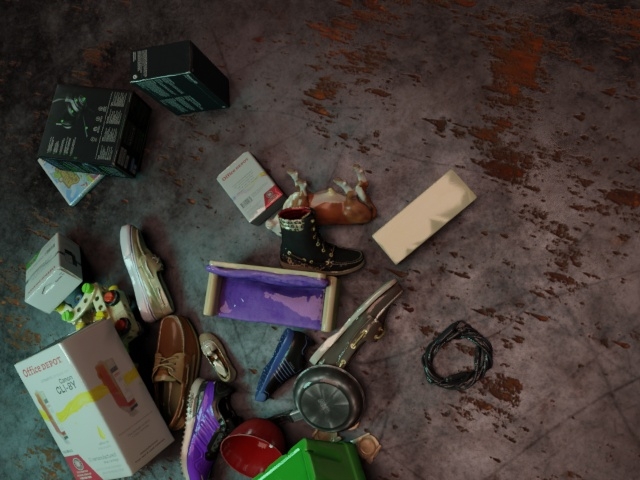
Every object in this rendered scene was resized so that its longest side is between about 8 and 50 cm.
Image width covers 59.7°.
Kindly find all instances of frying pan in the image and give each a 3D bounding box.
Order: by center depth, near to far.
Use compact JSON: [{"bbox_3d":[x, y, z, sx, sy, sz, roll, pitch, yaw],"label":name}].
[{"bbox_3d":[-0.044,0.426,1.475,0.326,0.053,0.197,-6,103,15],"label":"frying pan"}]

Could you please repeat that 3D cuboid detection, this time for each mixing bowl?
[{"bbox_3d":[-0.164,0.542,1.489,0.181,0.098,0.181,8,123,13],"label":"mixing bowl"}]

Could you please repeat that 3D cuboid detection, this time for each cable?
[{"bbox_3d":[0.350,0.308,1.439,0.184,0.047,0.150,-46,79,2],"label":"cable"}]

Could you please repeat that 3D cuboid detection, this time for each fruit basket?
[{"bbox_3d":[-0.004,0.718,1.393,0.392,0.392,0.283,-35,34,8],"label":"fruit basket"}]

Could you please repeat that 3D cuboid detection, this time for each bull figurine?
[{"bbox_3d":[-0.005,-0.101,1.530,0.310,0.188,0.101,-6,39,6],"label":"bull figurine"}]

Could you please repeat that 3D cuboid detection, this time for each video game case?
[{"bbox_3d":[-0.796,-0.251,1.813,0.193,0.023,0.212,-42,75,6],"label":"video game case"}]

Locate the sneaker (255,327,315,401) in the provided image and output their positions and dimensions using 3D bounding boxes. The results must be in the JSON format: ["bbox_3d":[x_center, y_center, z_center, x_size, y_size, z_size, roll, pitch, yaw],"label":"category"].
[{"bbox_3d":[-0.099,0.353,1.525,0.090,0.081,0.232,25,104,-12],"label":"sneaker"}]

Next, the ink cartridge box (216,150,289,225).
[{"bbox_3d":[-0.195,-0.151,1.620,0.127,0.072,0.175,-40,75,7],"label":"ink cartridge box"}]

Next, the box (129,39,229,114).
[{"bbox_3d":[-0.399,-0.463,1.616,0.184,0.261,0.103,-2,82,13],"label":"box"}]

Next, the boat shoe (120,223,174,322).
[{"bbox_3d":[-0.515,0.091,1.666,0.094,0.109,0.302,-17,87,-4],"label":"boat shoe"}]

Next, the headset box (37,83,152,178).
[{"bbox_3d":[-0.702,-0.336,1.725,0.283,0.131,0.246,7,79,11],"label":"headset box"}]

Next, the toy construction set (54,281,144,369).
[{"bbox_3d":[-0.633,0.259,1.635,0.215,0.151,0.328,-38,75,7],"label":"toy construction set"}]

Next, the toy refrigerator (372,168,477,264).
[{"bbox_3d":[0.274,-0.059,1.480,0.269,0.094,0.102,-41,82,7],"label":"toy refrigerator"}]

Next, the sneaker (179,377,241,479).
[{"bbox_3d":[-0.293,0.534,1.537,0.146,0.102,0.293,1,83,14],"label":"sneaker"}]

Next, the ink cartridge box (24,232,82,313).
[{"bbox_3d":[-0.805,0.097,1.683,0.153,0.087,0.208,-43,38,5],"label":"ink cartridge box"}]

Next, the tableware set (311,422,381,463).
[{"bbox_3d":[0.068,0.534,1.488,0.141,0.020,0.169,-40,75,6],"label":"tableware set"}]

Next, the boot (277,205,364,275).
[{"bbox_3d":[-0.001,0.001,1.489,0.236,0.085,0.179,1,128,7],"label":"boot"}]

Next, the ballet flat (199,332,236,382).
[{"bbox_3d":[-0.297,0.330,1.591,0.057,0.052,0.168,-42,75,6],"label":"ballet flat"}]

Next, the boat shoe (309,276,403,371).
[{"bbox_3d":[0.111,0.236,1.471,0.097,0.116,0.324,45,99,11],"label":"boat shoe"}]

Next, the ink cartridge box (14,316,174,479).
[{"bbox_3d":[-0.613,0.435,1.504,0.279,0.160,0.385,-24,94,36],"label":"ink cartridge box"}]

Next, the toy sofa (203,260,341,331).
[{"bbox_3d":[-0.134,0.152,1.511,0.362,0.177,0.150,6,84,14],"label":"toy sofa"}]

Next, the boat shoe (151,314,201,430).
[{"bbox_3d":[-0.413,0.373,1.580,0.122,0.120,0.324,-9,81,13],"label":"boat shoe"}]
